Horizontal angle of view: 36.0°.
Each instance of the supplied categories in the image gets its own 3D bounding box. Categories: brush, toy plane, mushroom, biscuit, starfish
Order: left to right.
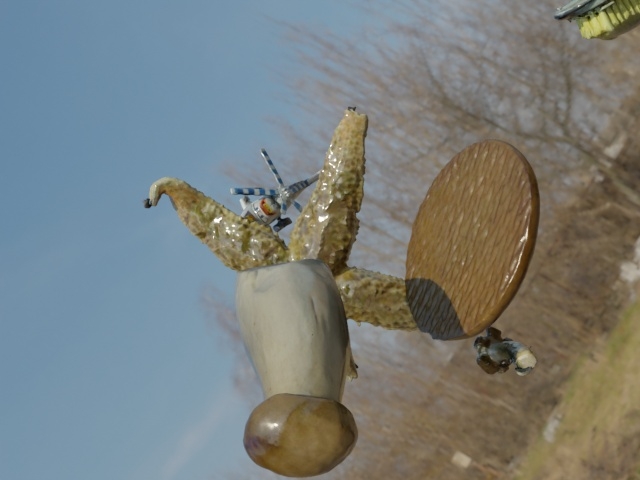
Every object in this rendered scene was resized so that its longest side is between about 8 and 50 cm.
[{"bbox_3d":[-0.062,-0.093,1.812,0.107,0.182,0.273,-38,16,40],"label":"toy plane"},{"bbox_3d":[-0.029,0.111,1.067,0.350,0.128,0.128,-97,27,-57],"label":"mushroom"},{"bbox_3d":[0.000,0.000,1.398,0.324,0.432,0.082,-39,5,19],"label":"starfish"},{"bbox_3d":[0.188,0.001,1.230,0.262,0.037,0.261,-40,42,49],"label":"biscuit"},{"bbox_3d":[0.241,0.148,1.283,0.060,0.061,0.187,-56,1,-6],"label":"mushroom"},{"bbox_3d":[0.362,-0.283,1.029,0.297,0.060,0.068,-37,12,-21],"label":"brush"}]
